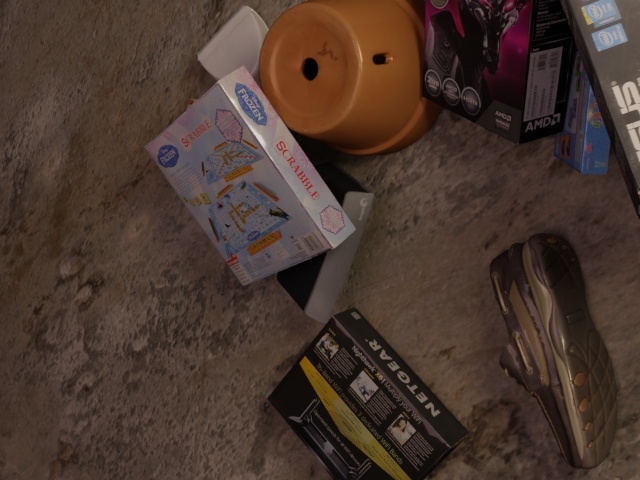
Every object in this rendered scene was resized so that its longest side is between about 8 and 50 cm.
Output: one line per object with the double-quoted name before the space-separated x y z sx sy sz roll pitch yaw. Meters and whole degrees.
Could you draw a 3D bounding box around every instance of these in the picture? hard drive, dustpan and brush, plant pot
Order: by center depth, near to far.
"plant pot" 0.036 -0.277 1.388 0.291 0.203 0.291 7 103 35
"hard drive" 0.000 0.000 1.514 0.172 0.054 0.255 45 122 51
"dustpan and brush" -0.121 -0.312 1.589 0.147 0.060 0.211 -42 68 20

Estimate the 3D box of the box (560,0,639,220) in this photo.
"box" 0.428 -0.251 0.889 0.318 0.097 0.395 -17 68 16

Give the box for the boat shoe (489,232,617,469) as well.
"boat shoe" 0.352 0.170 1.309 0.130 0.132 0.355 -20 78 46

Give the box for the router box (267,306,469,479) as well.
"router box" 0.077 0.315 1.540 0.309 0.081 0.243 48 121 19

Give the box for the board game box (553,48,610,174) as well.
"board game box" 0.363 -0.183 1.176 0.039 0.211 0.160 3 102 4

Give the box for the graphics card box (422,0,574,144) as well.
"graphics card box" 0.247 -0.345 1.184 0.233 0.094 0.371 40 141 47

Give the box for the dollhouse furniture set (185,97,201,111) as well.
"dollhouse furniture set" -0.190 -0.159 1.612 0.129 0.129 0.184 36 117 25

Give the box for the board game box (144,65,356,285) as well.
"board game box" -0.131 -0.094 1.459 0.318 0.066 0.318 56 145 -8
